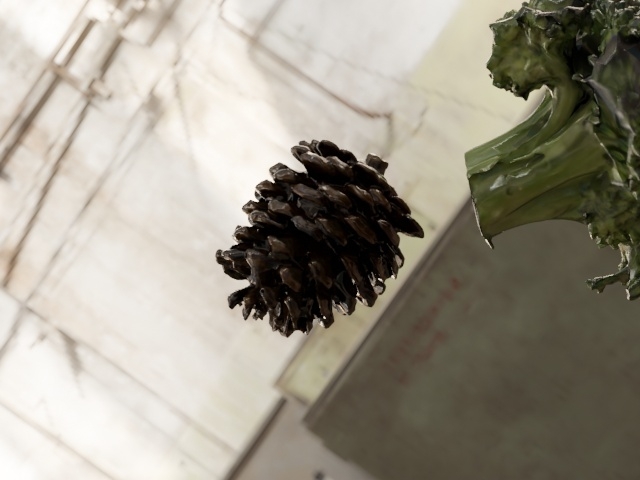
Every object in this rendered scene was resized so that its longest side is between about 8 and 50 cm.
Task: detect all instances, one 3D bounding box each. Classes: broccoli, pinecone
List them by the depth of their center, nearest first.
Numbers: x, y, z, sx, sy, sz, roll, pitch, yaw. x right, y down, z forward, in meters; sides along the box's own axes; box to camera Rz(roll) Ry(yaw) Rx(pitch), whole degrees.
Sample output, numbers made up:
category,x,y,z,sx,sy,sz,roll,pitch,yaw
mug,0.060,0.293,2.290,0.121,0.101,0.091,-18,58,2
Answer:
category,x,y,z,sx,sy,sz,roll,pitch,yaw
broccoli,0.319,-0.117,1.562,0.277,0.317,0.338,-100,19,-54
pinecone,0.000,0.000,1.758,0.272,0.224,0.224,-53,-4,-20
